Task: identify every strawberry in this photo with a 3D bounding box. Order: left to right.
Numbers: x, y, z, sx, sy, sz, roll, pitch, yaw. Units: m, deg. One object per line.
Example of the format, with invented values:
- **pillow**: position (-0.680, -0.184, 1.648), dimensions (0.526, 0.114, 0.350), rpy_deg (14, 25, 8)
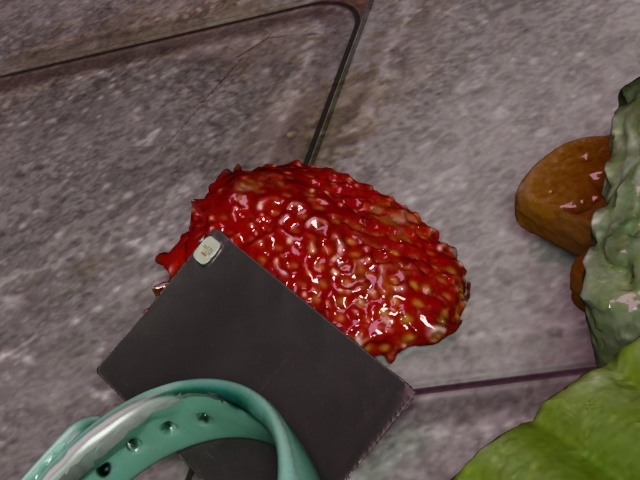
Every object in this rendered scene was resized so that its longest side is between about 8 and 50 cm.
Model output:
- **strawberry**: position (-0.003, -0.004, 1.002), dimensions (0.208, 0.087, 0.167), rpy_deg (-1, 39, 31)

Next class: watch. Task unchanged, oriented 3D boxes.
- **watch**: position (-0.098, 0.175, 0.811), dimensions (0.195, 0.068, 0.237), rpy_deg (24, 64, 43)

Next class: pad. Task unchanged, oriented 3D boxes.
- **pad**: position (-0.042, 0.080, 0.911), dimensions (0.116, 0.004, 0.193), rpy_deg (-50, 51, -2)

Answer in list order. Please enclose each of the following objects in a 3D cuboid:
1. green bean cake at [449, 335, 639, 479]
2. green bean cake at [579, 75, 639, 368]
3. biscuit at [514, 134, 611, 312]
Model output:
- **green bean cake**: position (0.147, 0.139, 0.584), dimensions (0.200, 0.214, 0.113), rpy_deg (-34, 30, -13)
- **green bean cake**: position (0.235, -0.006, 0.747), dimensions (0.223, 0.125, 0.227), rpy_deg (-4, 36, 23)
- **biscuit**: position (0.241, -0.001, 0.872), dimensions (0.278, 0.043, 0.301), rpy_deg (-11, 38, 16)
